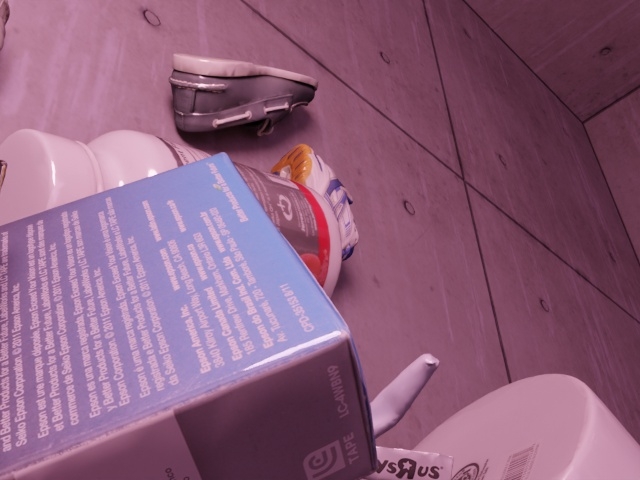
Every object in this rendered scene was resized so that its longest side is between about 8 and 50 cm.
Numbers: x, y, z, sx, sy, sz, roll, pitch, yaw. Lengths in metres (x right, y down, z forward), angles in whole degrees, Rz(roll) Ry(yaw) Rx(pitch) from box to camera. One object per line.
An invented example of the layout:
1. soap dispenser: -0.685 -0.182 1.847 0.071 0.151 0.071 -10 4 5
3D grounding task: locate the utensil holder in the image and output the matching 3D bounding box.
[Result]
1. utensil holder: 0.265 0.382 0.777 0.385 0.327 0.327 50 32 -3

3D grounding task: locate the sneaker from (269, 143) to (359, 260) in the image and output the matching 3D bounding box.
1. sneaker: 0.000 0.000 0.962 0.131 0.112 0.296 38 36 -28

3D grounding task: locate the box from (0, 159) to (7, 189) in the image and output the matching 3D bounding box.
1. box: -0.270 0.029 0.286 0.257 0.079 0.322 13 24 -24

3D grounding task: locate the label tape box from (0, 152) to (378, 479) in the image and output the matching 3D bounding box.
1. label tape box: -0.175 0.089 0.454 0.249 0.347 0.115 -127 -161 -55

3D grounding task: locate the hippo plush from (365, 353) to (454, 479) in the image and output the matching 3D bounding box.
1. hippo plush: -0.073 0.229 0.523 0.236 0.294 0.234 -61 146 -49

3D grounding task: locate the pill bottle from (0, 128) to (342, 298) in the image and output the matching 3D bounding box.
1. pill bottle: -0.142 -0.002 0.707 0.318 0.176 0.176 14 51 -47

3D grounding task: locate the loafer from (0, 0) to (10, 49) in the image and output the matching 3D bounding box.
1. loafer: -0.413 -0.249 0.631 0.319 0.112 0.111 13 42 -49

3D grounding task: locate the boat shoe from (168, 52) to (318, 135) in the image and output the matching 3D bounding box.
1. boat shoe: -0.103 -0.198 1.053 0.319 0.116 0.099 -17 118 -64
